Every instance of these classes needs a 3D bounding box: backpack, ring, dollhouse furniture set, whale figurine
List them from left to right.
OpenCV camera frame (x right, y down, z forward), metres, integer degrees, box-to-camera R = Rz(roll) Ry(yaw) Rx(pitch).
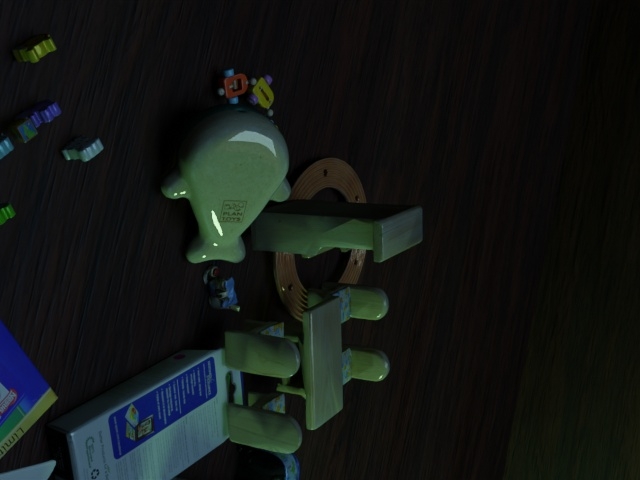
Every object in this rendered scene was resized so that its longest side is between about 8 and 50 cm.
[{"bbox_3d":[-0.157,-0.093,1.357,0.216,0.141,0.272,-1,123,-24],"label":"whale figurine"},{"bbox_3d":[-0.094,0.434,1.581,0.084,0.114,0.105,-1,98,-57],"label":"backpack"},{"bbox_3d":[0.000,0.000,1.695,0.336,0.032,0.337,-18,112,-54],"label":"ring"},{"bbox_3d":[0.033,0.137,1.489,0.362,0.256,0.395,-21,112,-59],"label":"dollhouse furniture set"}]

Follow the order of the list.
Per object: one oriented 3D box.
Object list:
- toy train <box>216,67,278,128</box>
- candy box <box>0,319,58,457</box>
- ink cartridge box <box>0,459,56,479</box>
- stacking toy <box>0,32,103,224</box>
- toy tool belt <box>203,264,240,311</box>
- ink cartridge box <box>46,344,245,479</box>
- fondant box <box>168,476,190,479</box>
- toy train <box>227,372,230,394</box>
[{"bbox_3d":[-0.131,-0.221,1.430,0.125,0.046,0.166,-35,126,-40],"label":"toy train"},{"bbox_3d":[-0.482,0.158,0.911,0.268,0.122,0.317,-52,139,-35],"label":"candy box"},{"bbox_3d":[-0.409,0.444,0.967,0.354,0.119,0.207,-61,157,10],"label":"ink cartridge box"},{"bbox_3d":[-0.388,-0.137,1.055,0.221,0.052,0.167,-48,133,-37],"label":"stacking toy"},{"bbox_3d":[-0.165,0.083,1.443,0.052,0.051,0.083,-40,129,-46],"label":"toy tool belt"},{"bbox_3d":[-0.260,0.296,1.339,0.371,0.069,0.176,-24,117,-49],"label":"ink cartridge box"},{"bbox_3d":[-0.244,0.576,1.406,0.238,0.096,0.331,40,64,-53],"label":"fondant box"},{"bbox_3d":[-0.173,0.271,1.510,0.023,0.017,0.083,-1,98,-67],"label":"toy train"}]
